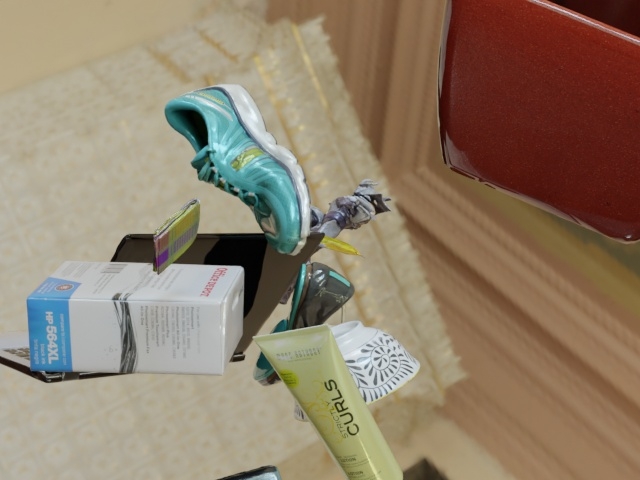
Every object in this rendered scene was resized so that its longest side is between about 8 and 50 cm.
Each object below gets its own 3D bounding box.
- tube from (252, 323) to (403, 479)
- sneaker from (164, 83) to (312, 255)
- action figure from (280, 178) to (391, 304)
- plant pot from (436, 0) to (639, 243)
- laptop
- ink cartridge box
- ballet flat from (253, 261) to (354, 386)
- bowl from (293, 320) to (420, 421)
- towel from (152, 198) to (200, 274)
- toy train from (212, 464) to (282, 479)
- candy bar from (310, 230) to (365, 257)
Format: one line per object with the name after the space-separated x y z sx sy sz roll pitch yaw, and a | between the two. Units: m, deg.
0.016 0.186 1.357 0.240 0.070 0.062 63 -10 -29 | tube
-0.104 -0.084 1.552 0.275 0.110 0.107 54 -43 29 | sneaker
0.009 -0.019 2.147 0.099 0.285 0.185 49 -30 -8 | action figure
0.234 -0.157 0.996 0.267 0.267 0.236 23 -38 5 | plant pot
-0.277 0.074 1.875 0.408 0.382 0.236 12 -82 42 | laptop
-0.190 0.080 1.319 0.148 0.203 0.086 -69 160 -76 | ink cartridge box
-0.021 0.140 1.842 0.280 0.096 0.095 117 -16 -49 | ballet flat
0.031 0.149 1.535 0.170 0.170 0.080 -10 -76 60 | bowl
-0.137 -0.004 1.178 0.009 0.060 0.083 40 -24 13 | towel
-0.148 0.342 1.205 0.190 0.334 0.142 -113 -170 -45 | toy train
0.000 0.000 2.076 0.040 0.161 0.018 39 -70 61 | candy bar
